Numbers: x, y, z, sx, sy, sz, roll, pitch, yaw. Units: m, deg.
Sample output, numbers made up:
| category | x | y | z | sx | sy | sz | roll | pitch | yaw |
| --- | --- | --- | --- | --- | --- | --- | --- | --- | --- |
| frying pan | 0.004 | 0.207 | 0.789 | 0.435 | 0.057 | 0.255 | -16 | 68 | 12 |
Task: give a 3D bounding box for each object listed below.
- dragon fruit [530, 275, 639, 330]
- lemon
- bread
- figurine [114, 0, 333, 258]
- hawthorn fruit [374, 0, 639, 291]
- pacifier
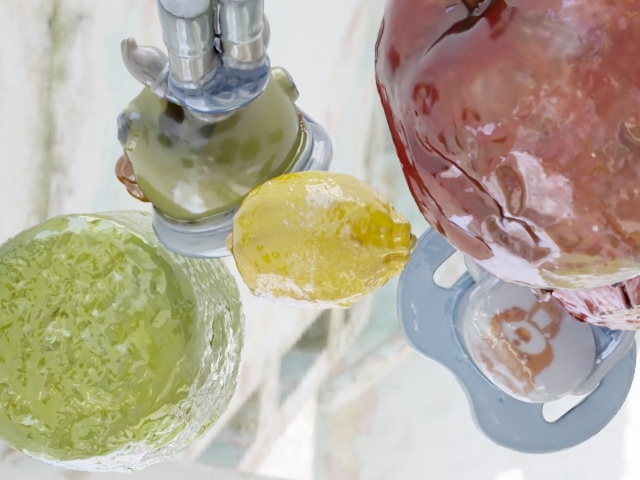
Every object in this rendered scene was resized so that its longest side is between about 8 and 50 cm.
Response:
| category | x | y | z | sx | sy | sz | roll | pitch | yaw |
| --- | --- | --- | --- | --- | --- | --- | --- | --- | --- |
| dragon fruit | 0.244 | -0.053 | 1.022 | 0.241 | 0.241 | 0.252 | 83 | -162 | -50 |
| lemon | 0.000 | 0.000 | 1.056 | 0.114 | 0.155 | 0.114 | -2 | -90 | -77 |
| bread | -0.272 | 0.115 | 1.646 | 0.308 | 0.348 | 0.348 | 69 | -151 | -80 |
| figurine | -0.114 | -0.114 | 1.333 | 0.205 | 0.224 | 0.382 | 62 | 179 | 25 |
| hawthorn fruit | 0.123 | -0.107 | 0.736 | 0.271 | 0.242 | 0.242 | 39 | -127 | -41 |
| pacifier | 0.206 | 0.078 | 1.397 | 0.227 | 0.279 | 0.207 | -39 | 7 | -6 |
